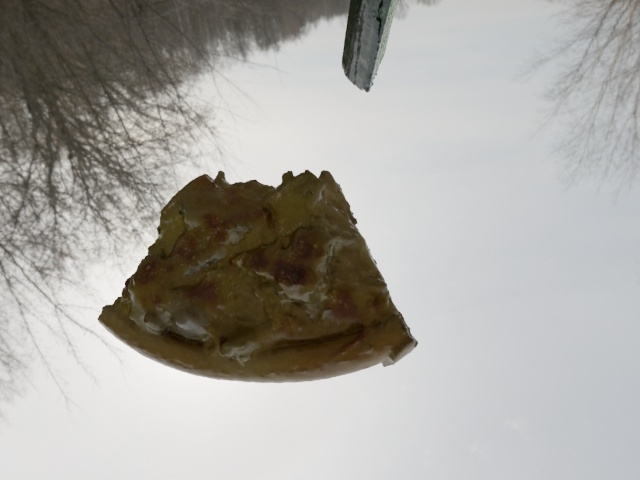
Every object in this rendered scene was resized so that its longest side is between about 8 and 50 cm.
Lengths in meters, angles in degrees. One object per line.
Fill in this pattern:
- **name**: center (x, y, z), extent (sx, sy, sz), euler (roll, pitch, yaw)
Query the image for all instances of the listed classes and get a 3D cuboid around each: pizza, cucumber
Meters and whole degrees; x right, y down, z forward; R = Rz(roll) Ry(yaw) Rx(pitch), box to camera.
- **pizza**: center (-0.068, 0.022, 0.417), extent (0.324, 0.089, 0.223), euler (1, -107, 15)
- **cucumber**: center (0.071, -0.319, 0.576), extent (0.063, 0.244, 0.115), euler (18, -113, 2)
